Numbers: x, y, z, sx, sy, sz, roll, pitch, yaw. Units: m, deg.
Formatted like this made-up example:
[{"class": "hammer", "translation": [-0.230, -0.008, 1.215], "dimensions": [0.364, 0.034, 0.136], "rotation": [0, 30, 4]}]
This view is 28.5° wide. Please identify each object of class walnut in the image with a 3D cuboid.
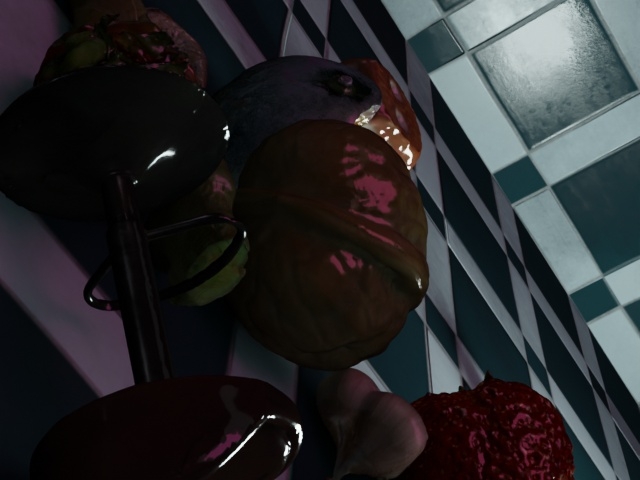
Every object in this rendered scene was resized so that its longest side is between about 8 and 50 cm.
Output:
[{"class": "walnut", "translation": [0.000, 0.000, 1.524], "dimensions": [0.285, 0.285, 0.296], "rotation": [39, 66, -52]}]

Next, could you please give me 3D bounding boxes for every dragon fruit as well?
[{"class": "dragon fruit", "translation": [-0.198, -0.149, 1.255], "dimensions": [0.198, 0.269, 0.200], "rotation": [29, 60, 0]}]

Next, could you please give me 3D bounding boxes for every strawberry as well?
[{"class": "strawberry", "translation": [0.199, 0.316, 1.625], "dimensions": [0.257, 0.257, 0.277], "rotation": [58, 22, -13]}]

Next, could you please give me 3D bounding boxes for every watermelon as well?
[{"class": "watermelon", "translation": [-0.039, -0.184, 1.752], "dimensions": [0.188, 0.175, 0.322], "rotation": [37, 34, -15]}]

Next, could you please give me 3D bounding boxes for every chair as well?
[{"class": "chair", "translation": [-0.148, 0.072, 1.044], "dimensions": [0.226, 0.226, 0.401], "rotation": [39, 29, -51]}]

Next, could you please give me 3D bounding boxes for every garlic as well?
[{"class": "garlic", "translation": [0.054, 0.232, 1.569], "dimensions": [0.174, 0.124, 0.099], "rotation": [41, 21, 32]}]

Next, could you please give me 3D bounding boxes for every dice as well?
[{"class": "dice", "translation": [0.066, -0.194, 2.167], "dimensions": [0.175, 0.174, 0.179], "rotation": [50, 19, -37]}]

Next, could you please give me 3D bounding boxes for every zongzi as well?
[{"class": "zongzi", "translation": [-0.276, -0.287, 1.492], "dimensions": [0.160, 0.078, 0.176], "rotation": [58, 20, 5]}]

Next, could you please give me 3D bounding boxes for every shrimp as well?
[{"class": "shrimp", "translation": [-0.198, -0.245, 1.698], "dimensions": [0.126, 0.047, 0.223], "rotation": [42, 19, -32]}]

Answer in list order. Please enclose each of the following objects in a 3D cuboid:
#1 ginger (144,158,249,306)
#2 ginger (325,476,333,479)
[{"class": "ginger", "translation": [-0.149, -0.042, 1.375], "dimensions": [0.089, 0.137, 0.290], "rotation": [5, 45, -24]}, {"class": "ginger", "translation": [0.080, 0.406, 1.448], "dimensions": [0.290, 0.084, 0.122], "rotation": [55, -4, -10]}]
